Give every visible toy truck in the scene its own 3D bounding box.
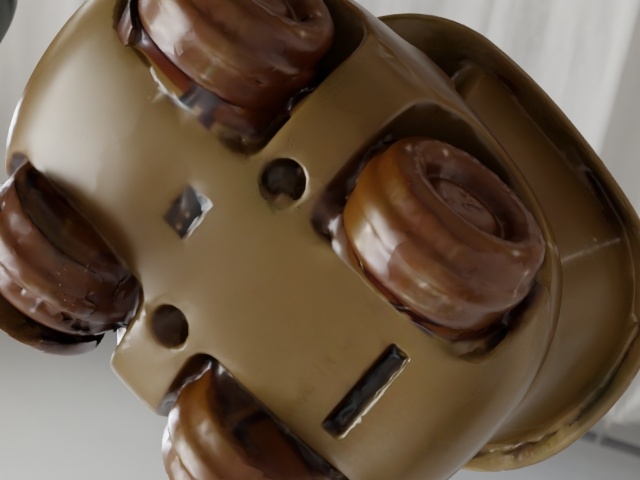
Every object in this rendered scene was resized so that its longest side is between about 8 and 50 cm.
[{"bbox_3d":[0.000,0.000,0.795,0.288,0.204,0.212,44,-154,12],"label":"toy truck"}]

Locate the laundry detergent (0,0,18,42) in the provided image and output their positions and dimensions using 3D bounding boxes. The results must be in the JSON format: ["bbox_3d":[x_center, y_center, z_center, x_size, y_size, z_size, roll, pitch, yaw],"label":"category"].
[{"bbox_3d":[-0.242,-0.102,0.916,0.078,0.144,0.221,4,-135,22],"label":"laundry detergent"}]
